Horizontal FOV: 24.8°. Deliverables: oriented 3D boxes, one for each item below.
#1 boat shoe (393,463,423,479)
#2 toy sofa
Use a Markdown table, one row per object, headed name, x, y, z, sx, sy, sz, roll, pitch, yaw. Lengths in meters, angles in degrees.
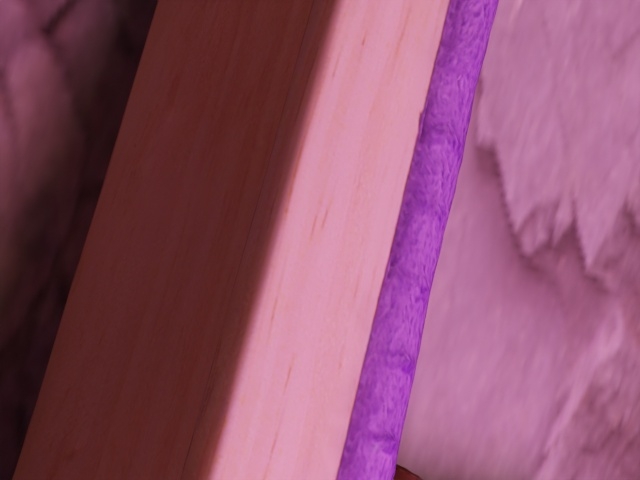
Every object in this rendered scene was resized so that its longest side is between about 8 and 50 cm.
| name | x | y | z | sx | sy | sz | roll | pitch | yaw |
| --- | --- | --- | --- | --- | --- | --- | --- | --- | --- |
| boat shoe | -0.002 | 0.135 | 0.572 | 0.307 | 0.110 | 0.104 | 26 | 75 | -43 |
| toy sofa | 0.000 | 0.000 | 0.426 | 0.177 | 0.150 | 0.363 | 28 | 66 | -31 |
